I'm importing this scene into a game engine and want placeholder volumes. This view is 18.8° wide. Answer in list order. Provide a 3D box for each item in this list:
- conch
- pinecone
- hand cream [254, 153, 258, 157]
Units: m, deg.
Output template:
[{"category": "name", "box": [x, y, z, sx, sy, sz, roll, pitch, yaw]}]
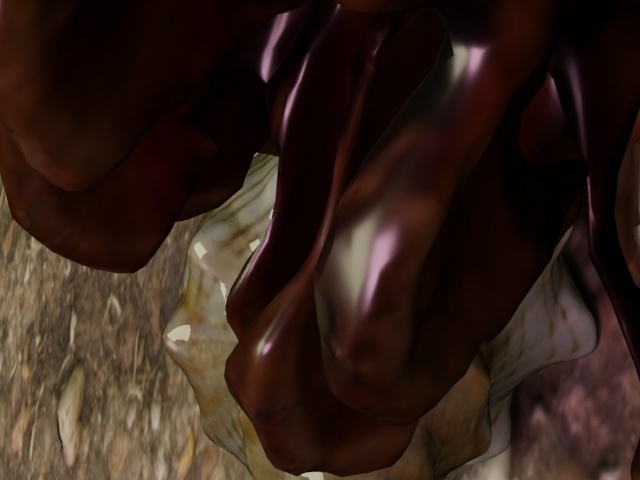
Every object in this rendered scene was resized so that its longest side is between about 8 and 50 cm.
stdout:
[{"category": "conch", "box": [0.028, 0.023, 0.835, 0.203, 0.169, 0.386, -47, 4, 24]}, {"category": "pinecone", "box": [0.076, -0.109, 0.442, 0.397, 0.397, 0.398, -176, 90, -67]}, {"category": "hand cream", "box": [0.000, 0.000, 0.991, 0.111, 0.070, 0.312, 82, 179, -71]}]
